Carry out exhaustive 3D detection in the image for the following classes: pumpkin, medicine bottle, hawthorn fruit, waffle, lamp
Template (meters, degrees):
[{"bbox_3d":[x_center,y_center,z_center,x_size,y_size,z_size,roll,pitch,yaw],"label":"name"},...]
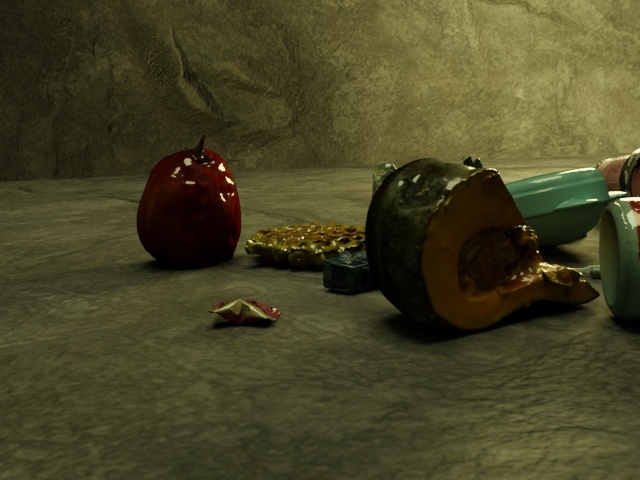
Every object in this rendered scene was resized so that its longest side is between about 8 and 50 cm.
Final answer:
[{"bbox_3d":[0.189,-0.005,0.814,0.280,0.190,0.139,-8,11,-28],"label":"pumpkin"},{"bbox_3d":[0.433,0.019,0.757,0.225,0.139,0.139,0,11,11],"label":"medicine bottle"},{"bbox_3d":[-0.222,-0.065,1.180,0.189,0.252,0.190,6,36,-4],"label":"hawthorn fruit"},{"bbox_3d":[0.000,0.002,1.197,0.245,0.052,0.254,1,11,11],"label":"waffle"},{"bbox_3d":[0.351,-0.060,1.171,0.284,0.147,0.209,14,15,41],"label":"lamp"}]

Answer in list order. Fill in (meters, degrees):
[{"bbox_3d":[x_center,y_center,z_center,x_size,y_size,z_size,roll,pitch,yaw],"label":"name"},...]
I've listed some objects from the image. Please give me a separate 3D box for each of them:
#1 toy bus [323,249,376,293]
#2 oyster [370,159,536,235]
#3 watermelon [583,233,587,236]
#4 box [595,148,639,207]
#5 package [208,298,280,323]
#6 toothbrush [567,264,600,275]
[{"bbox_3d":[0.079,0.038,1.000,0.165,0.047,0.065,-12,18,-42],"label":"toy bus"},{"bbox_3d":[0.181,-0.046,1.104,0.158,0.162,0.351,-47,37,-4],"label":"oyster"},{"bbox_3d":[0.456,-0.025,1.277,0.061,0.085,0.085,-30,1,20],"label":"watermelon"},{"bbox_3d":[0.625,-0.107,1.376,0.151,0.151,0.135,-7,3,-21],"label":"box"},{"bbox_3d":[-0.092,0.086,0.840,0.083,0.029,0.059,8,4,3],"label":"package"},{"bbox_3d":[0.281,0.045,0.977,0.262,0.022,0.026,-2,-1,5],"label":"toothbrush"}]
